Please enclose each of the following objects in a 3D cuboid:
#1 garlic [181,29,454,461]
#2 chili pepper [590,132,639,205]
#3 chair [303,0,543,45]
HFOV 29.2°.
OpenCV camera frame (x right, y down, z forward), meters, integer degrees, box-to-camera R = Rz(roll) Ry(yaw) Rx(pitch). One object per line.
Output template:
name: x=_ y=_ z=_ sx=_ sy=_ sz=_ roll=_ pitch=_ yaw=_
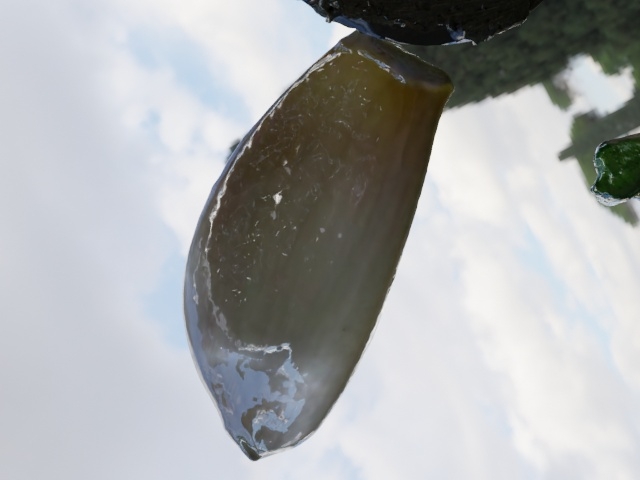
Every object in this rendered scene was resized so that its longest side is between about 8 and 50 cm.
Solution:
garlic: x=-0.009 y=-0.003 z=0.878 sx=0.143 sy=0.318 sz=0.112 roll=26 pitch=-162 yaw=17
chili pepper: x=0.177 y=0.014 z=0.545 sx=0.182 sy=0.073 sz=0.050 roll=57 pitch=-163 yaw=-34
chair: x=0.047 y=-0.211 z=0.570 sx=0.149 sy=0.174 sz=0.213 roll=-110 pitch=21 yaw=-61
